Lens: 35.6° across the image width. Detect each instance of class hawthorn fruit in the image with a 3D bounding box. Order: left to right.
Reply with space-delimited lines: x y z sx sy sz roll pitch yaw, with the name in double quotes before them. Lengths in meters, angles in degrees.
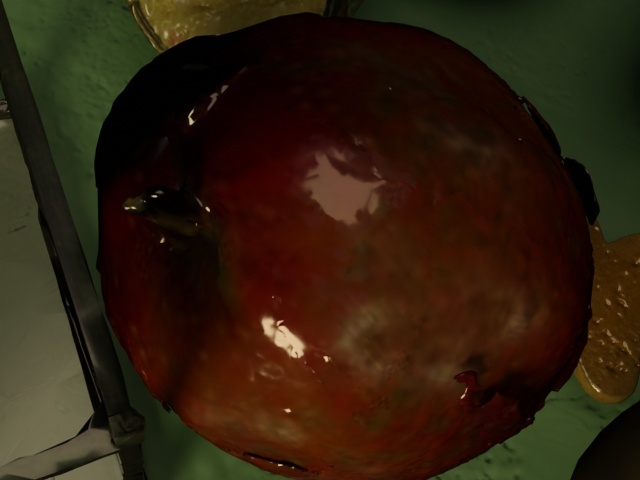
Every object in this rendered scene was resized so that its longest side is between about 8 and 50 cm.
"hawthorn fruit" 0.008 0.000 0.609 0.315 0.316 0.316 3 66 -7

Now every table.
"table" -0.248 0.019 0.565 0.222 0.272 0.335 -18 70 -15

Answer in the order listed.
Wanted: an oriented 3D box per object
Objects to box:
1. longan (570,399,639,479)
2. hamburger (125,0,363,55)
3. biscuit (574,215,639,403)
"longan" 0.330 0.181 0.546 0.404 0.336 0.405 -8 41 7
"hamburger" -0.056 -0.244 0.725 0.211 0.309 0.132 21 22 7
"biscuit" 0.214 0.046 0.747 0.240 0.035 0.158 -3 65 -9
